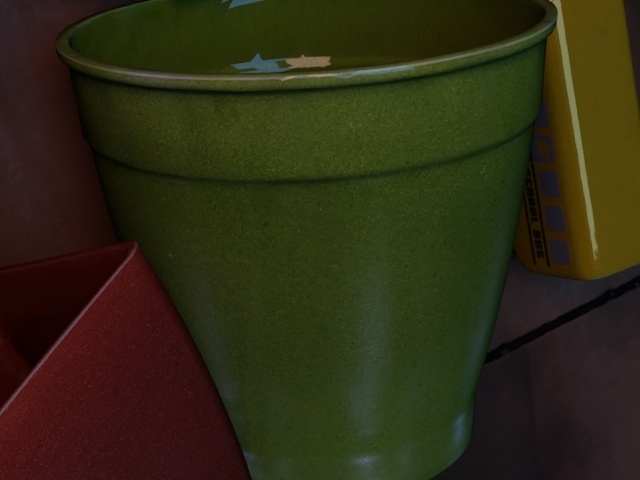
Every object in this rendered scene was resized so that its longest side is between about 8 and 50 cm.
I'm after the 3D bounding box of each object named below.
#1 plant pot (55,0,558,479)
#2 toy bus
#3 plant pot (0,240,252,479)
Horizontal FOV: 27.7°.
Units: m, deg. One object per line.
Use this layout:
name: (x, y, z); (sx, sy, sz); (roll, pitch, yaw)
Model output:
plant pot: (0.000, 0.000, 1.015); (0.366, 0.366, 0.353); (-15, 113, -28)
toy bus: (0.224, -0.138, 1.228); (0.108, 0.130, 0.333); (-18, 103, -27)
plant pot: (-0.203, 0.188, 0.906); (0.236, 0.267, 0.267); (53, 53, -24)
